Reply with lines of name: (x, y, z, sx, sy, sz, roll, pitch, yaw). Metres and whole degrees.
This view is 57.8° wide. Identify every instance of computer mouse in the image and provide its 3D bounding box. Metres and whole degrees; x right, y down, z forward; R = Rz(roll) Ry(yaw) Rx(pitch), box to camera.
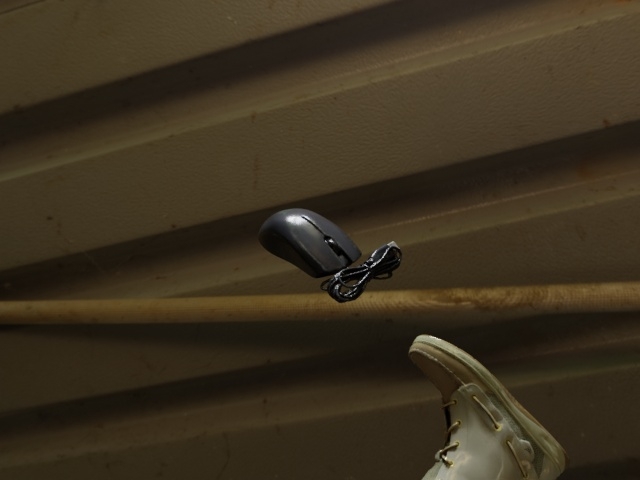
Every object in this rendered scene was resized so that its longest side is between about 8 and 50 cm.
computer mouse: (0.000, 0.000, 1.057, 0.272, 0.188, 0.072, 26, -52, 32)

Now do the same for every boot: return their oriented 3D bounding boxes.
boot: (0.144, 0.226, 0.645, 0.165, 0.077, 0.213, -41, -106, -18)
